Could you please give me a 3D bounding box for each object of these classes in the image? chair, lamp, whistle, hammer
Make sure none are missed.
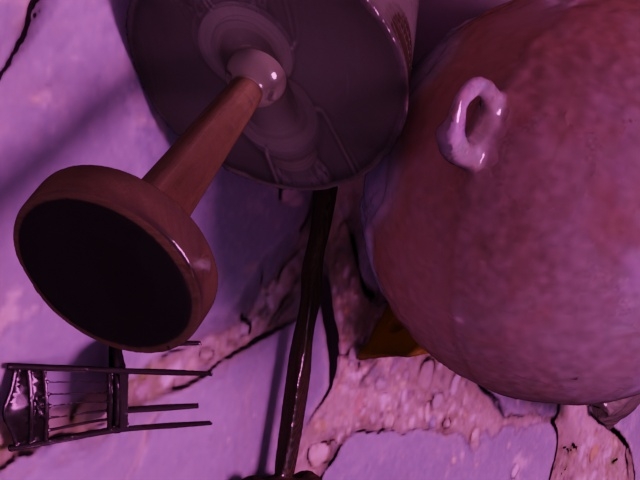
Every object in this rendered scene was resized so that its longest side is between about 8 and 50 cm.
[{"bbox_3d":[-0.088,0.061,0.555,0.086,0.042,0.037,-1,101,-18],"label":"chair"},{"bbox_3d":[-0.030,-0.056,0.519,0.214,0.121,0.121,-59,142,-44],"label":"lamp"},{"bbox_3d":[0.136,-0.001,0.637,0.348,0.189,0.189,29,76,-50],"label":"whistle"},{"bbox_3d":[0.000,0.000,0.668,0.058,0.029,0.292,7,92,-57],"label":"hammer"}]

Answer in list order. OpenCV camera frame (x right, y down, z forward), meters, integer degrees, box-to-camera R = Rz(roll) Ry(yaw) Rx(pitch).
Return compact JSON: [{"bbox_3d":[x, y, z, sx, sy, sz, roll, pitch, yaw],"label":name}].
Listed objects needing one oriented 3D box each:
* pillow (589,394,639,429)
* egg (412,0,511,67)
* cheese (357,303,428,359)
[{"bbox_3d":[0.197,0.033,0.884,0.134,0.078,0.181,30,77,-80],"label":"pillow"},{"bbox_3d":[0.093,-0.118,0.691,0.135,0.103,0.103,3,97,-53],"label":"egg"},{"bbox_3d":[0.102,0.017,0.744,0.171,0.093,0.126,-33,108,-35],"label":"cheese"}]
